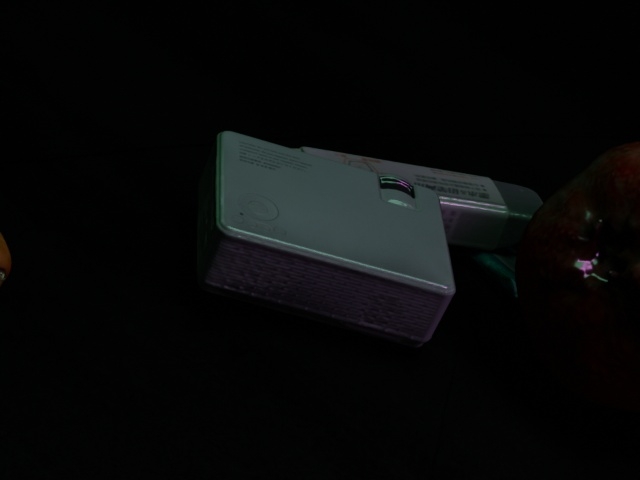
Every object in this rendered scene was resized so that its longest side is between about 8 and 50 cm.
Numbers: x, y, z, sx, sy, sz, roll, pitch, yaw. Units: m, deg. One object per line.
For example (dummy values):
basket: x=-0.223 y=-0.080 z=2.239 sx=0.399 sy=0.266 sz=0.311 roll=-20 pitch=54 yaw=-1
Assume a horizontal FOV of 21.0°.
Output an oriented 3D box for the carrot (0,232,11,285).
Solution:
carrot: x=-0.355 y=-0.028 z=1.617 sx=0.067 sy=0.067 sz=0.225 roll=-4 pitch=39 yaw=-39

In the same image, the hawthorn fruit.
hawthorn fruit: x=0.369 y=0.044 z=1.848 sx=0.284 sy=0.285 sz=0.369 roll=37 pitch=11 yaw=20

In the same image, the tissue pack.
tissue pack: x=0.222 y=0.041 z=1.956 sx=0.085 sy=0.028 sz=0.138 roll=2 pitch=32 yaw=-38

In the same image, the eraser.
eraser: x=0.087 y=-0.048 z=1.942 sx=0.351 sy=0.061 sz=0.089 roll=9 pitch=28 yaw=-17

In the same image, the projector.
projector: x=0.000 y=0.000 z=1.786 sx=0.256 sy=0.099 sz=0.192 roll=15 pitch=35 yaw=-14
